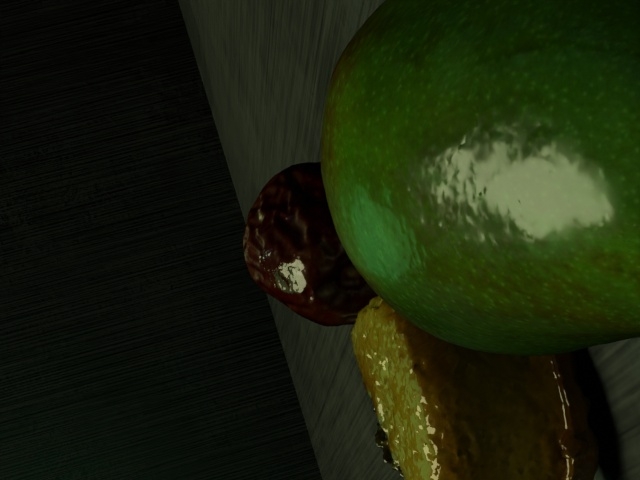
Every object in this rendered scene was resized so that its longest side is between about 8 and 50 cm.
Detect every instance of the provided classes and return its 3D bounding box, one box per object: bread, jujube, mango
[{"bbox_3d":[0.124,0.109,1.119,0.261,0.160,0.147,-105,12,-45],"label":"bread"},{"bbox_3d":[0.000,0.000,1.617,0.243,0.183,0.183,-129,25,-69],"label":"jujube"},{"bbox_3d":[0.121,-0.041,0.752,0.382,0.201,0.225,-156,73,-66],"label":"mango"}]
